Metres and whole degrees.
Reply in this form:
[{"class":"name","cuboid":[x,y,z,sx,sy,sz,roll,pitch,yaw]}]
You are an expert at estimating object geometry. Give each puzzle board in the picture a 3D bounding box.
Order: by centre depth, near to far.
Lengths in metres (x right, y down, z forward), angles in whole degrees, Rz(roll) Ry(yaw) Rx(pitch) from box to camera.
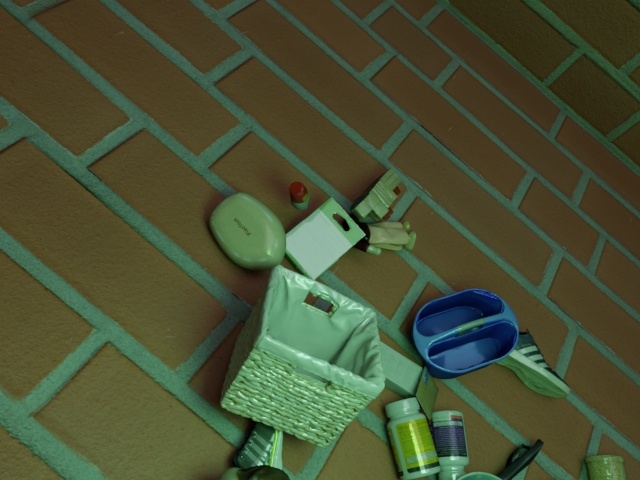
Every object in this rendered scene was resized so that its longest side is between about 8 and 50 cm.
[{"class":"puzzle board","cuboid":[0.318,0.454,1.670,0.096,0.011,0.128,60,32,-16]}]

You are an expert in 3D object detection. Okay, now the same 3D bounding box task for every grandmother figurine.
[{"class":"grandmother figurine","cuboid":[0.149,-0.019,1.880,0.343,0.104,0.208,3,29,-21]}]

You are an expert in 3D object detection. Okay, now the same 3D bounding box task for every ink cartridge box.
[{"class":"ink cartridge box","cuboid":[0.000,0.000,1.773,0.235,0.056,0.171,-40,84,-16]}]

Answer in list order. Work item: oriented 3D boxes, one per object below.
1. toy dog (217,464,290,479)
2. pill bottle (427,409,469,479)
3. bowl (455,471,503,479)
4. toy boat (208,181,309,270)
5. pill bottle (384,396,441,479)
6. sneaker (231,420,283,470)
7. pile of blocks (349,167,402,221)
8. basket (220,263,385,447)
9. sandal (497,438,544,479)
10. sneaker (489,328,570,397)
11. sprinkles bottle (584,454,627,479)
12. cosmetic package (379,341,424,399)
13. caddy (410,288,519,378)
[{"class":"toy dog","cuboid":[-0.202,0.659,1.172,0.396,0.284,0.408,8,39,29]},{"class":"pill bottle","cuboid":[0.376,0.606,1.637,0.108,0.108,0.193,11,59,-20]},{"class":"bowl","cuboid":[0.400,0.796,1.507,0.312,0.163,0.311,10,62,-20]},{"class":"toy boat","cuboid":[-0.161,-0.058,1.694,0.318,0.148,0.267,-38,78,-4]},{"class":"pill bottle","cuboid":[0.258,0.564,1.595,0.119,0.119,0.208,-2,65,-27]},{"class":"sneaker","cuboid":[-0.163,0.528,1.421,0.121,0.111,0.299,6,59,-19]},{"class":"pile of blocks","cuboid":[0.192,-0.123,1.907,0.112,0.149,0.362,48,32,-4]},{"class":"basket","cuboid":[-0.045,0.297,1.433,0.328,0.266,0.331,26,24,-11]},{"class":"sandal","cuboid":[0.604,0.678,1.724,0.255,0.097,0.054,-20,47,-34]},{"class":"sneaker","cuboid":[0.713,0.393,1.903,0.350,0.131,0.148,36,58,-3]},{"class":"sprinkles bottle","cuboid":[0.926,0.867,1.752,0.121,0.121,0.355,15,58,-18]},{"class":"cosmetic package","cuboid":[0.203,0.385,1.703,0.239,0.060,0.099,34,56,-6]},{"class":"caddy","cuboid":[0.446,0.289,1.750,0.341,0.179,0.241,-16,66,-13]}]
